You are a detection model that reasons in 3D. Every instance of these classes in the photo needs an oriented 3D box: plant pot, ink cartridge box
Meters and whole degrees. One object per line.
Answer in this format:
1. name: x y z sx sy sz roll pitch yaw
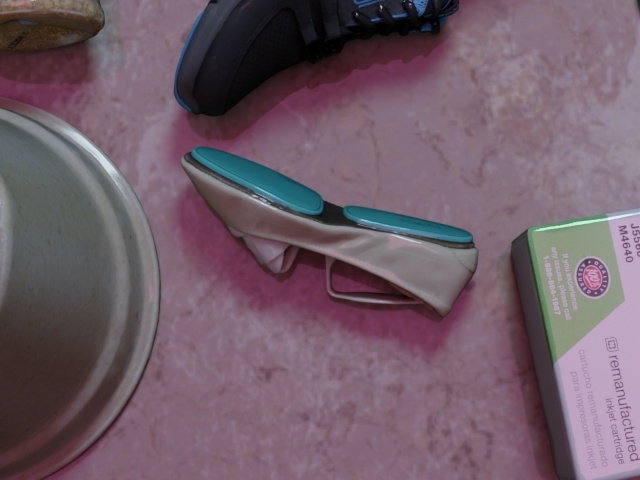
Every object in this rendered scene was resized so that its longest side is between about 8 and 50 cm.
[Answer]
1. plant pot: -0.297 0.027 1.055 0.333 0.305 0.334 0 83 0
2. ink cartridge box: 0.302 0.066 1.138 0.273 0.115 0.198 -11 83 -1

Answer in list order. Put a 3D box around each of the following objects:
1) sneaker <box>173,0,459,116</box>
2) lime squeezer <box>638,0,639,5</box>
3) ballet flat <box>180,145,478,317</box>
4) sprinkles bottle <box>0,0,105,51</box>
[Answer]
1. sneaker: 0.031 -0.204 1.171 0.341 0.125 0.140 -42 89 -2
2. lime squeezer: 0.420 -0.172 1.206 0.310 0.059 0.110 -7 53 1
3. ballet flat: 0.000 0.000 1.173 0.248 0.086 0.086 18 84 2
4. sprinkles bottle: -0.245 -0.336 1.190 0.121 0.121 0.355 -5 83 0
